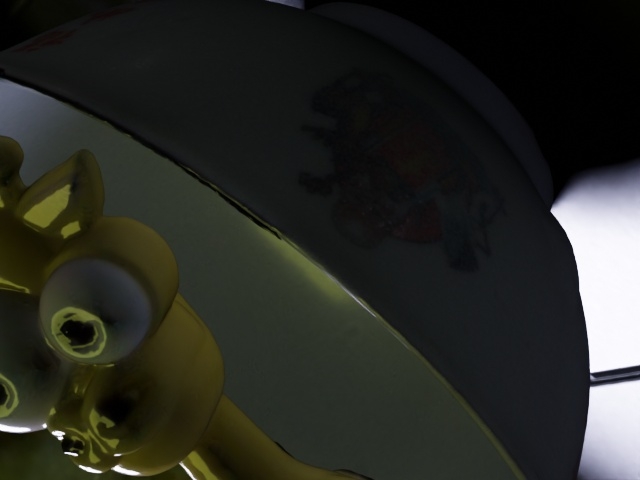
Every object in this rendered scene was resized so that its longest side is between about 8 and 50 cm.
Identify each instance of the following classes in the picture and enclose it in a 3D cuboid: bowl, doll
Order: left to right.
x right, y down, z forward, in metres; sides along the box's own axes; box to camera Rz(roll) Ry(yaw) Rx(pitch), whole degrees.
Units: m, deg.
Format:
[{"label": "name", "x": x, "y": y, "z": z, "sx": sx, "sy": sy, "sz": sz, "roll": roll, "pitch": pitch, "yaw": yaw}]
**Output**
[{"label": "doll", "x": -0.041, "y": 0.080, "z": 0.695, "sx": 0.117, "sy": 0.086, "sz": 0.291, "roll": -35, "pitch": 107, "yaw": 26}, {"label": "bowl", "x": 0.000, "y": 0.000, "z": 0.793, "sx": 0.345, "sy": 0.157, "sz": 0.345, "roll": 34, "pitch": 159, "yaw": 15}]

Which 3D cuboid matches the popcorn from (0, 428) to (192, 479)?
[{"label": "popcorn", "x": -0.237, "y": 0.172, "z": 1.522, "sx": 0.286, "sy": 0.173, "sz": 0.225, "roll": 33, "pitch": 175, "yaw": -11}]
